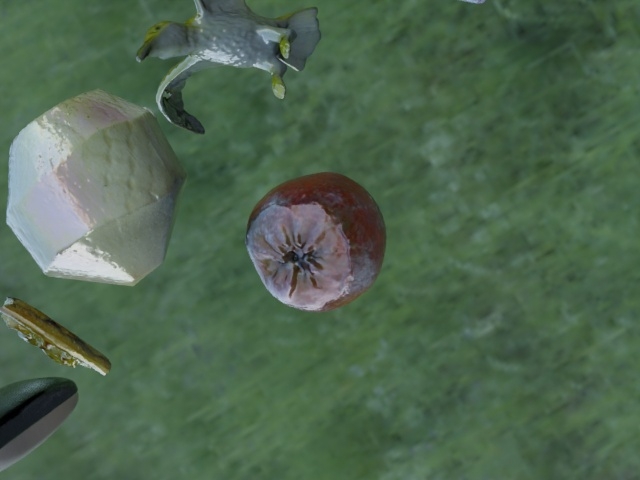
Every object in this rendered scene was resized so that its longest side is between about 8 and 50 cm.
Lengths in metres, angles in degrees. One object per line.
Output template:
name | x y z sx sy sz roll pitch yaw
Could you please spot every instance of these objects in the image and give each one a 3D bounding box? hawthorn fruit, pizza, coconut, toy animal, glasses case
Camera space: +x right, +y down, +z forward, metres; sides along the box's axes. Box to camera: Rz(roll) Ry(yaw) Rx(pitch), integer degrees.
hawthorn fruit | 0.000 0.000 1.675 0.173 0.173 0.173 59 175 9
pizza | -0.328 0.117 1.704 0.160 0.036 0.099 39 161 -27
coconut | -0.289 -0.057 1.850 0.259 0.259 0.259 59 175 9
toy animal | -0.058 -0.135 0.925 0.155 0.095 0.219 -61 -12 -62
glasses case | -0.390 0.228 1.694 0.314 0.122 0.075 -42 -62 -73

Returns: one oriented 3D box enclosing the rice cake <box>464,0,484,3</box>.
rice cake | 0.162 -0.363 1.765 0.198 0.189 0.037 17 138 31
